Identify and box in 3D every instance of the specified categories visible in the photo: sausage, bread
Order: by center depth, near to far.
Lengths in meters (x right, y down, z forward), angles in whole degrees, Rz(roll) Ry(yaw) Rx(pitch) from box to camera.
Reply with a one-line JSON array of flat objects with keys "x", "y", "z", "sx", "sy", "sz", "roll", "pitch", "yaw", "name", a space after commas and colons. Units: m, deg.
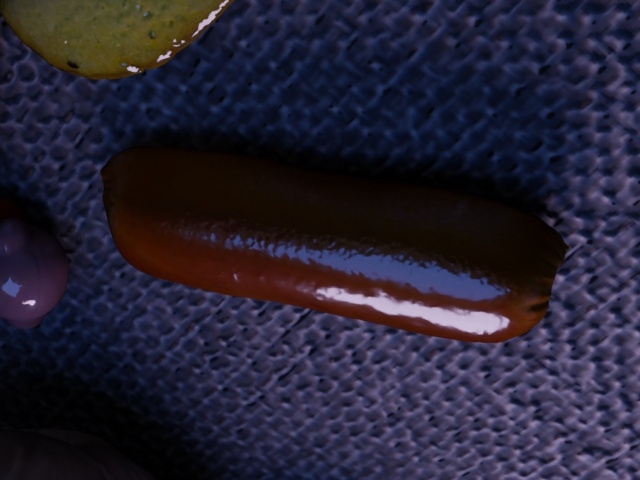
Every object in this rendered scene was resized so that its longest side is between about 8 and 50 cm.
[{"x": -0.109, "y": -0.174, "z": 0.634, "sx": 0.187, "sy": 0.065, "sz": 0.149, "roll": -32, "pitch": 103, "yaw": 36, "name": "bread"}, {"x": 0.000, "y": 0.000, "z": 0.718, "sx": 0.300, "sy": 0.083, "sz": 0.089, "roll": 9, "pitch": 140, "yaw": 10, "name": "sausage"}]

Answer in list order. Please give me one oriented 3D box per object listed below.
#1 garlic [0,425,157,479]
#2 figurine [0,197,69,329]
[{"x": -0.235, "y": 0.261, "z": 0.867, "sx": 0.317, "sy": 0.259, "sz": 0.317, "roll": 4, "pitch": 145, "yaw": 3, "name": "garlic"}, {"x": -0.207, "y": 0.019, "z": 0.798, "sx": 0.067, "sy": 0.071, "sz": 0.083, "roll": -18, "pitch": 142, "yaw": -23, "name": "figurine"}]
